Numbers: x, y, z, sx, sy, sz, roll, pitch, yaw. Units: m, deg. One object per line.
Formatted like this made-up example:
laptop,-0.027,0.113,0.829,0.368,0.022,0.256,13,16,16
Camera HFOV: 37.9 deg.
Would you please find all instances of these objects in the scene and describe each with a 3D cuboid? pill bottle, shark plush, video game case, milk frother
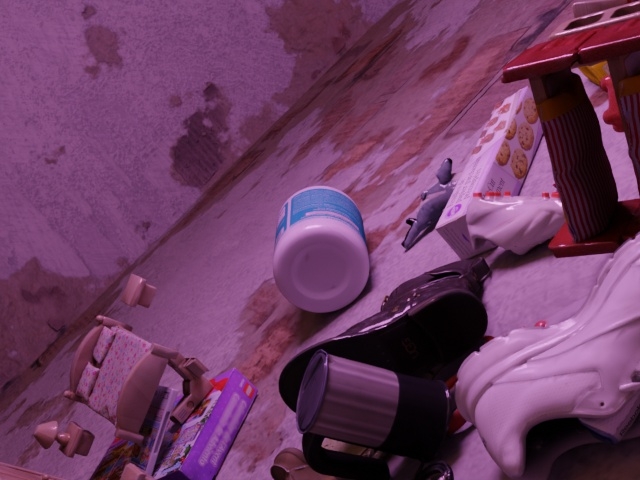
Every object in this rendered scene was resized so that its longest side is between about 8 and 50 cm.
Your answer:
pill bottle,0.000,0.000,1.490,0.146,0.146,0.264,-39,16,13
shark plush,0.177,-0.053,1.384,0.161,0.073,0.067,-37,46,1
video game case,-0.236,0.265,1.310,0.087,0.011,0.122,-7,64,62
milk frother,0.053,0.188,0.891,0.143,0.135,0.129,-155,81,-76

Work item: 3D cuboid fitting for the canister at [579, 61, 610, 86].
canister,0.449,-0.303,1.343,0.170,0.073,0.126,-41,15,12

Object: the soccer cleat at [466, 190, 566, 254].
soccer cleat,0.257,-0.020,1.100,0.068,0.076,0.196,-6,6,-41

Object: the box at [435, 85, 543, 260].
box,0.249,-0.102,1.312,0.063,0.067,0.324,-28,21,42

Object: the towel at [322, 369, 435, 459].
towel,0.061,0.201,1.039,0.148,0.027,0.110,-51,17,-25

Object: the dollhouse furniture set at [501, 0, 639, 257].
dollhouse furniture set,0.339,-0.152,0.983,0.152,0.201,0.374,-9,20,35

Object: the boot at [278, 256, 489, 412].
boot,0.085,0.105,1.079,0.263,0.091,0.229,-25,6,8

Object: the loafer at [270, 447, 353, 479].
loafer,-0.018,0.263,1.011,0.050,0.056,0.148,-44,14,-27

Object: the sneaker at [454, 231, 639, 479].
sneaker,0.253,0.096,0.765,0.297,0.111,0.129,-42,31,16

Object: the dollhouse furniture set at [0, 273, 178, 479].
dollhouse furniture set,-0.321,0.211,1.280,0.303,0.174,0.355,11,78,57

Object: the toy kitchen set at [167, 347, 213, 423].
toy kitchen set,-0.202,0.207,1.332,0.075,0.083,0.068,-50,17,-27

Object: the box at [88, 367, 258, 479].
box,-0.238,0.321,1.385,0.293,0.057,0.201,-30,21,36

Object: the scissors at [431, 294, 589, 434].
scissors,0.204,0.088,0.912,0.297,0.021,0.109,-47,12,29

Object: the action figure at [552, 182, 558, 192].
action figure,0.301,-0.060,1.145,0.115,0.030,0.038,-37,12,11
